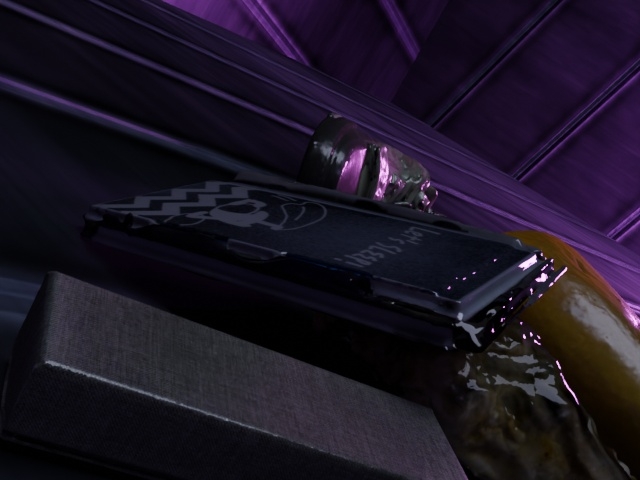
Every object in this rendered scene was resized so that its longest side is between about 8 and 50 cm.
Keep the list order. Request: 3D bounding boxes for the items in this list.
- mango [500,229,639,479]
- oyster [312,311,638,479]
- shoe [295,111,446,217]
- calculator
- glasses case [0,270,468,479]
[{"bbox_3d":[0.206,0.091,0.672,0.176,0.119,0.317,43,4,-40],"label":"mango"},{"bbox_3d":[0.126,0.106,0.540,0.294,0.094,0.166,35,5,-3],"label":"oyster"},{"bbox_3d":[0.065,-0.054,0.918,0.149,0.109,0.293,26,8,7],"label":"shoe"},{"bbox_3d":[0.000,0.001,0.537,0.274,0.028,0.166,15,20,28],"label":"calculator"},{"bbox_3d":[-0.031,0.081,0.376,0.205,0.047,0.071,24,19,-24],"label":"glasses case"}]
